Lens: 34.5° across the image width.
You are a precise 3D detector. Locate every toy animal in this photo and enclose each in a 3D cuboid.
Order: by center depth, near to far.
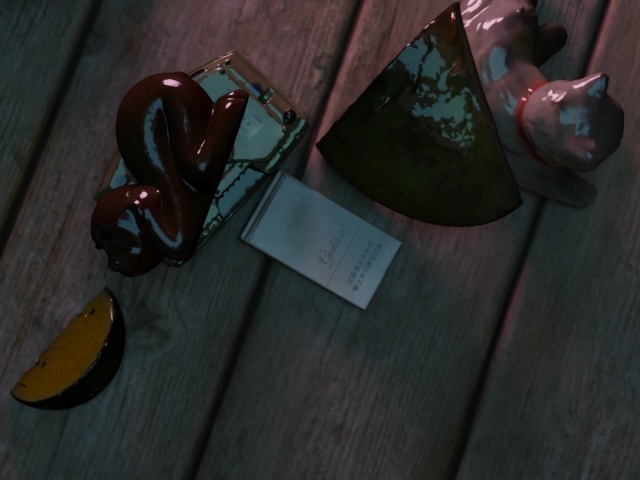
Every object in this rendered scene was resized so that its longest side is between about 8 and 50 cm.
[{"bbox_3d":[0.295,-0.228,1.370,0.266,0.188,0.308,17,88,2],"label":"toy animal"}]

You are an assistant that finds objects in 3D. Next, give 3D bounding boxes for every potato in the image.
[{"bbox_3d":[0.161,-0.119,1.315,0.255,0.112,0.269,43,115,-4],"label":"potato"}]

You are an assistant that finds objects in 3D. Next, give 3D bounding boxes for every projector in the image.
[{"bbox_3d":[-0.164,-0.118,1.336,0.193,0.088,0.269,43,83,-6],"label":"projector"}]

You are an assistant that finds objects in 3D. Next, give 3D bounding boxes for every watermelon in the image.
[{"bbox_3d":[-0.307,0.154,1.304,0.092,0.075,0.181,44,83,1],"label":"watermelon"}]

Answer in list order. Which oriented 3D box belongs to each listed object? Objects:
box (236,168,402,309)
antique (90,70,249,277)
[{"bbox_3d":[0.000,0.000,1.382,0.198,0.029,0.109,30,82,-6],"label":"box"},{"bbox_3d":[-0.190,-0.079,1.227,0.143,0.121,0.257,18,85,-5],"label":"antique"}]
